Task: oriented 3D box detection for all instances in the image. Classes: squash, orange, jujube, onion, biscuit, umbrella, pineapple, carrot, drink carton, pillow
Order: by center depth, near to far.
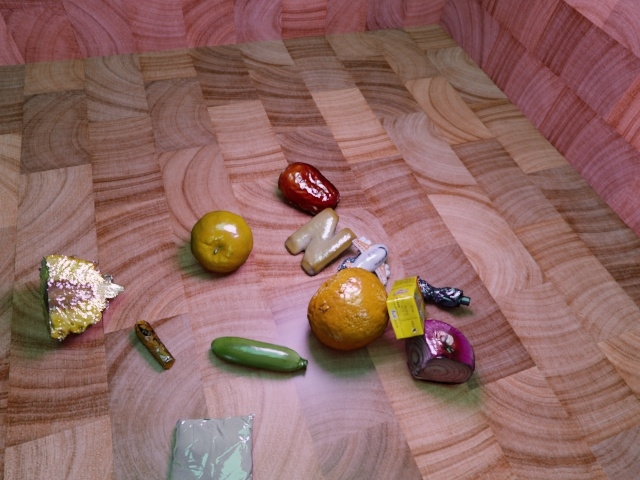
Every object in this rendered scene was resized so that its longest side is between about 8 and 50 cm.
[{"bbox_3d":[-0.366,0.746,1.471,0.281,0.076,0.274,-4,52,-2],"label":"pillow"},{"bbox_3d":[-0.243,0.446,1.685,0.395,0.107,0.107,12,54,1],"label":"squash"},{"bbox_3d":[-0.654,0.408,1.690,0.069,0.069,0.229,-36,66,-28],"label":"carrot"},{"bbox_3d":[0.475,0.431,1.710,0.256,0.272,0.230,32,36,-20],"label":"onion"},{"bbox_3d":[0.120,0.279,1.717,0.293,0.340,0.340,47,58,-5],"label":"orange"},{"bbox_3d":[0.348,0.258,1.728,0.111,0.351,0.154,-15,94,17],"label":"drink carton"},{"bbox_3d":[-0.968,0.230,1.748,0.286,0.209,0.344,-2,76,-41],"label":"pineapple"},{"bbox_3d":[-0.432,0.001,1.896,0.279,0.279,0.235,4,21,-4],"label":"orange"},{"bbox_3d":[0.527,0.240,1.917,0.273,0.122,0.110,13,31,13],"label":"umbrella"},{"bbox_3d":[0.000,0.000,2.016,0.291,0.062,0.237,-36,66,-5],"label":"biscuit"},{"bbox_3d":[-0.057,-0.256,2.159,0.318,0.223,0.223,33,57,6],"label":"jujube"}]

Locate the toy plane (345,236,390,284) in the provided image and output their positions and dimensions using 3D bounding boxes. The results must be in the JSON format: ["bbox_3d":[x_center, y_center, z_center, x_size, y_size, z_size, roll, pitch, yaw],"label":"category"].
[{"bbox_3d":[0.222,0.096,1.956,0.245,0.117,0.244,6,71,-19],"label":"toy plane"}]

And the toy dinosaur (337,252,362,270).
[{"bbox_3d":[0.136,0.102,2.011,0.154,0.055,0.049,-33,60,-24],"label":"toy dinosaur"}]
